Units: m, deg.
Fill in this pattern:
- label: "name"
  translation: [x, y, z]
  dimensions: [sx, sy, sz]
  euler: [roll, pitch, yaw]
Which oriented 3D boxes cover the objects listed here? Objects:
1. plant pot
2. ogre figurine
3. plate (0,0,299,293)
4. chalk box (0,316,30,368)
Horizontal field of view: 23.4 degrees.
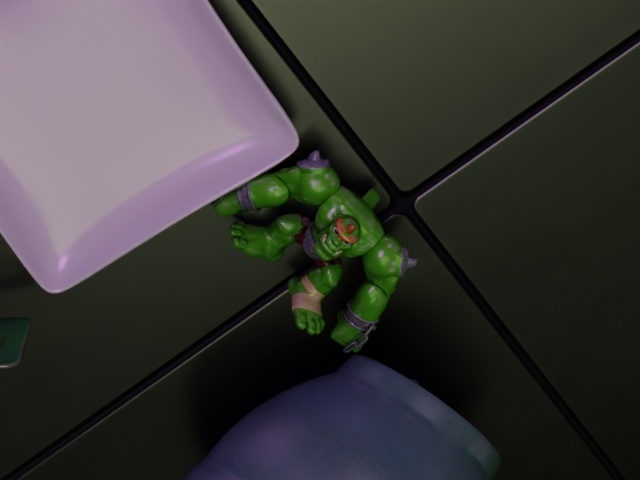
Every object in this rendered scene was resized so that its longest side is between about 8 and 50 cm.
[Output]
- label: "plant pot"
  translation: [0.046, 0.232, 1.433]
  dimensions: [0.293, 0.293, 0.196]
  euler: [41, 78, -19]
- label: "ogre figurine"
  translation: [0.000, 0.000, 1.410]
  dimensions: [0.118, 0.097, 0.197]
  euler: [-40, 79, 25]
- label: "plate"
  translation: [-0.202, -0.128, 1.358]
  dimensions: [0.277, 0.045, 0.278]
  euler: [-31, 111, 8]
- label: "chalk box"
  translation: [-0.407, 0.080, 1.361]
  dimensions: [0.289, 0.180, 0.179]
  euler: [12, 112, -9]
